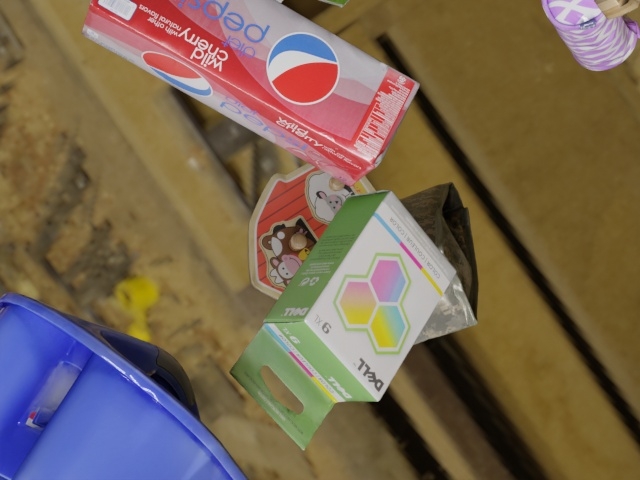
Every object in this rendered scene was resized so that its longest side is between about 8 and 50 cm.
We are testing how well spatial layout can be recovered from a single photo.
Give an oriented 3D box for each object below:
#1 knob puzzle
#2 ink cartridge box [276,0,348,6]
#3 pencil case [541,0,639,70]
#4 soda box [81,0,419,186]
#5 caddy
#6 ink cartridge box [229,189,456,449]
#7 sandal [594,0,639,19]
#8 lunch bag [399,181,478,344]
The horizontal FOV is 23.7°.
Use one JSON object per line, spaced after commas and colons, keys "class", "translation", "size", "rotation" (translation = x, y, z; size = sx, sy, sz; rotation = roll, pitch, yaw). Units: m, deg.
{"class": "knob puzzle", "translation": [0.000, 0.000, 1.796], "size": [0.213, 0.213, 0.030], "rotation": [51, 160, 2]}
{"class": "ink cartridge box", "translation": [-0.035, -0.377, 1.968], "size": [0.255, 0.097, 0.189], "rotation": [-44, 55, 34]}
{"class": "pencil case", "translation": [0.314, -0.260, 1.766], "size": [0.086, 0.088, 0.206], "rotation": [68, -167, 14]}
{"class": "soda box", "translation": [-0.059, -0.148, 1.245], "size": [0.263, 0.083, 0.092], "rotation": [30, 166, -7]}
{"class": "caddy", "translation": [-0.173, 0.174, 1.287], "size": [0.241, 0.179, 0.341], "rotation": [27, 160, 30]}
{"class": "ink cartridge box", "translation": [0.024, 0.069, 1.330], "size": [0.062, 0.209, 0.109], "rotation": [-5, 133, 50]}
{"class": "sandal", "translation": [0.304, -0.199, 1.279], "size": [0.079, 0.088, 0.240], "rotation": [51, 177, -7]}
{"class": "lunch bag", "translation": [0.106, 0.036, 2.278], "size": [0.235, 0.287, 0.169], "rotation": [-20, 116, 16]}
